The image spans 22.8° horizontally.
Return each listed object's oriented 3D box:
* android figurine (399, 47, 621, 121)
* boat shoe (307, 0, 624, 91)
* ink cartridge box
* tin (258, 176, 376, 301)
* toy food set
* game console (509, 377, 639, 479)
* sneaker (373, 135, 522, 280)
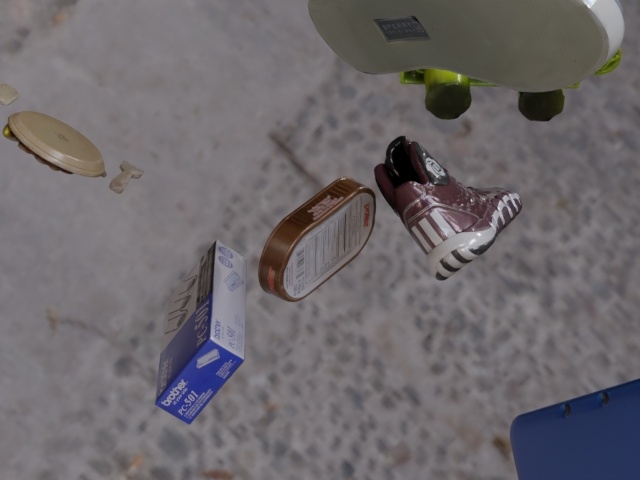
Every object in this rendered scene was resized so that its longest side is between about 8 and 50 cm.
[{"bbox_3d":[0.155,-0.209,1.498,0.248,0.056,0.273,0,41,-1],"label":"android figurine"},{"bbox_3d":[0.083,-0.134,0.841,0.081,0.227,0.079,-46,119,-21],"label":"boat shoe"},{"bbox_3d":[-0.121,0.091,1.644,0.046,0.097,0.207,33,21,-18],"label":"ink cartridge box"},{"bbox_3d":[0.000,0.000,1.845,0.040,0.106,0.189,29,46,26],"label":"tin"},{"bbox_3d":[-0.301,-0.103,1.803,0.192,0.038,0.132,32,16,-4],"label":"toy food set"},{"bbox_3d":[0.346,0.281,1.608,0.250,0.293,0.173,27,65,-17],"label":"game console"},{"bbox_3d":[0.147,-0.063,1.885,0.162,0.106,0.281,52,17,-1],"label":"sneaker"}]
